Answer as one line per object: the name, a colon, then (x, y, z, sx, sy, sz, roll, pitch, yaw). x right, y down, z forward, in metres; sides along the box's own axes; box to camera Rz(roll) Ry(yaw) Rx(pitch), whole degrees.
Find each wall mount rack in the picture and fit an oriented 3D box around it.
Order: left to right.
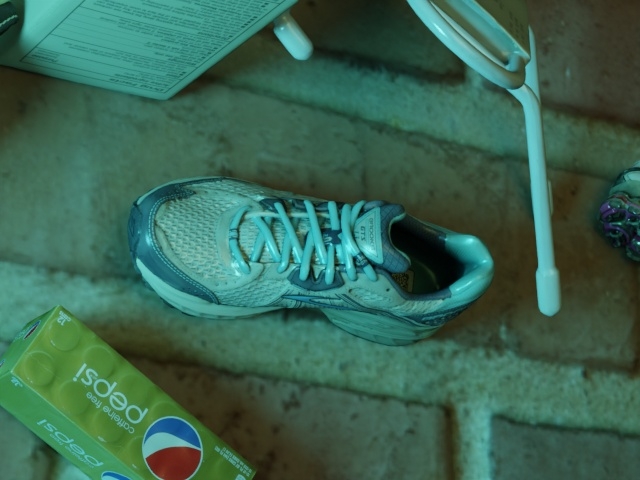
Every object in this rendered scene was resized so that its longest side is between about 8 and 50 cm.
wall mount rack: (0.109, -0.120, 1.307, 0.304, 0.130, 0.350, 42, 20, -10)

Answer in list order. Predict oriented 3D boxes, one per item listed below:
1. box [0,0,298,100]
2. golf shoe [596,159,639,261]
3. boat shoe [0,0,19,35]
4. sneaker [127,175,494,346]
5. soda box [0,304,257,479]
box: (-0.093, -0.208, 1.145, 0.148, 0.311, 0.121, 10, 70, -30)
golf shoe: (0.323, 0.007, 1.492, 0.186, 0.067, 0.086, 45, 55, -13)
boat shoe: (-0.277, -0.083, 1.135, 0.223, 0.080, 0.073, -44, 106, -29)
sneaker: (0.000, 0.000, 1.253, 0.283, 0.122, 0.110, 9, 69, -30)
soda box: (-0.135, 0.127, 1.165, 0.181, 0.058, 0.061, 41, 57, -14)
